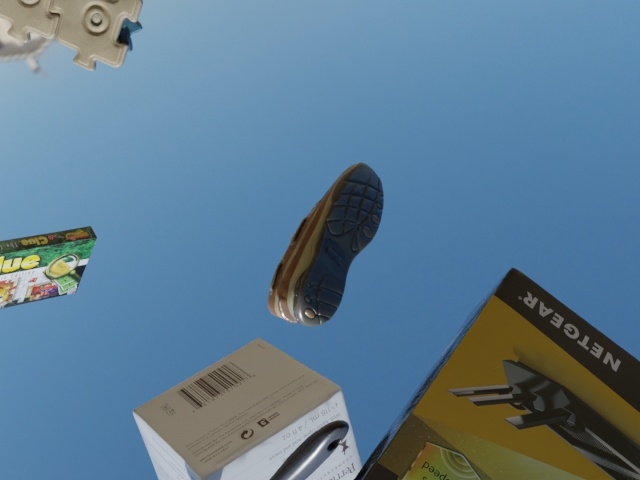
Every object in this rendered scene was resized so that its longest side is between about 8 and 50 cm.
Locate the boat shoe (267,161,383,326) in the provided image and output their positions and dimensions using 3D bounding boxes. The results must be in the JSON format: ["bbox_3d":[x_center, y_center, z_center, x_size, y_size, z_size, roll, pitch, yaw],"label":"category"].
[{"bbox_3d":[0.000,0.000,1.456,0.120,0.122,0.324,-4,-133,44],"label":"boat shoe"}]

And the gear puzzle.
[{"bbox_3d":[-0.327,-0.313,0.886,0.339,0.175,0.044,24,-163,6],"label":"gear puzzle"}]

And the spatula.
[{"bbox_3d":[-0.070,0.232,0.726,0.084,0.030,0.296,2,143,-49],"label":"spatula"}]

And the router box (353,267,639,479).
[{"bbox_3d":[0.187,0.199,0.574,0.243,0.309,0.081,-47,170,-38],"label":"router box"}]

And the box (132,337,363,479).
[{"bbox_3d":[-0.082,0.223,0.941,0.181,0.119,0.182,-29,-152,-27],"label":"box"}]

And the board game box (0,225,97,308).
[{"bbox_3d":[-0.455,0.051,1.195,0.260,0.136,0.030,-13,-125,-40],"label":"board game box"}]
